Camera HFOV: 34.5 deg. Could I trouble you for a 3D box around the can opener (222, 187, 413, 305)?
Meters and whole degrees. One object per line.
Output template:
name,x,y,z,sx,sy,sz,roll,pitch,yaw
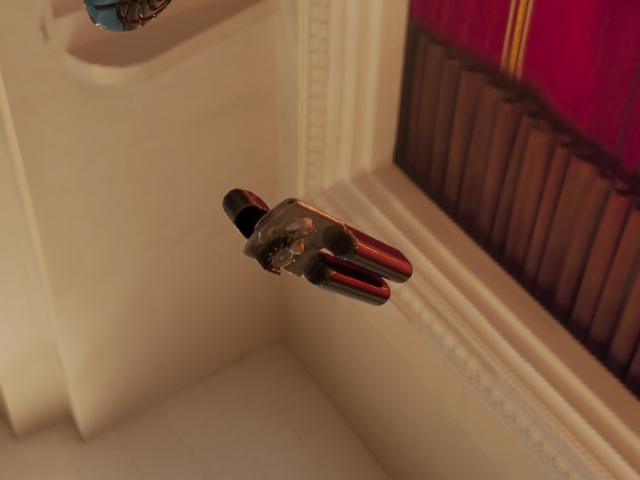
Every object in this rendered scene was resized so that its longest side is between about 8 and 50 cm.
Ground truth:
can opener,0.000,0.000,1.082,0.076,0.283,0.095,-47,-118,11

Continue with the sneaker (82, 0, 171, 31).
sneaker,-0.244,-0.406,1.453,0.140,0.125,0.341,42,-138,-3
